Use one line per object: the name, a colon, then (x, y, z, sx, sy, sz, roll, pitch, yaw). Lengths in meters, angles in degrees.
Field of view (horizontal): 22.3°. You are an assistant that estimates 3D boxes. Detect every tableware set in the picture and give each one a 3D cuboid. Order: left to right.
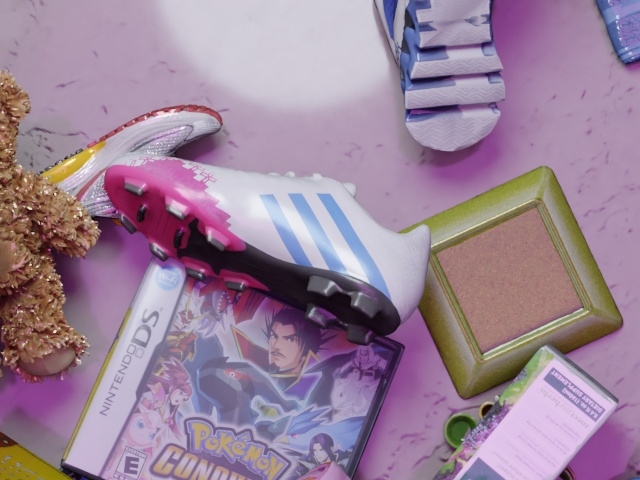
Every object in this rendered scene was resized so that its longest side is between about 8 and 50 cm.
tableware set: (0.198, 0.232, 1.658, 0.104, 0.024, 0.154, -30, 87, -1)

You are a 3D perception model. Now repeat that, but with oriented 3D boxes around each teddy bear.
teddy bear: (-0.340, -0.004, 1.591, 0.245, 0.113, 0.338, -25, 104, 11)

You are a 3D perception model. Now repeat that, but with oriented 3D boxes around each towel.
towel: (0.322, -0.246, 1.682, 0.067, 0.029, 0.119, -19, 87, 0)

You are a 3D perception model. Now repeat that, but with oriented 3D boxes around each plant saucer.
plant saucer: (0.192, 0.042, 1.659, 0.188, 0.045, 0.188, -25, 87, -1)

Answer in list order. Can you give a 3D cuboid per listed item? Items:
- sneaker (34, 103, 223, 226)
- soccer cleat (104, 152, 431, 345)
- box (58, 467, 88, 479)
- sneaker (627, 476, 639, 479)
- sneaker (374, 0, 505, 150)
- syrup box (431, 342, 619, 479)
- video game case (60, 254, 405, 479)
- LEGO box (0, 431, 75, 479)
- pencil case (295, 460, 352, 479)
sneaker: (-0.197, -0.068, 1.660, 0.225, 0.088, 0.092, -30, 94, 7)
soccer cleat: (-0.047, -0.018, 1.593, 0.331, 0.116, 0.143, 26, 57, 8)
box: (-0.199, 0.291, 1.647, 0.220, 0.051, 0.175, -40, 87, -1)
sneaker: (0.364, 0.331, 1.628, 0.082, 0.069, 0.209, -36, 87, -5)
sneaker: (0.114, -0.266, 1.596, 0.127, 0.182, 0.315, -3, 124, -14)
syrup box: (0.184, 0.220, 1.601, 0.093, 0.096, 0.237, 40, 96, 9)
video game case: (-0.085, 0.165, 1.624, 0.275, 0.035, 0.248, 24, 75, -4)
LEGO box: (-0.245, 0.465, 1.527, 0.500, 0.193, 0.372, 33, 101, 2)
pencil case: (0.061, 0.342, 1.542, 0.124, 0.124, 0.284, -43, 94, -2)
